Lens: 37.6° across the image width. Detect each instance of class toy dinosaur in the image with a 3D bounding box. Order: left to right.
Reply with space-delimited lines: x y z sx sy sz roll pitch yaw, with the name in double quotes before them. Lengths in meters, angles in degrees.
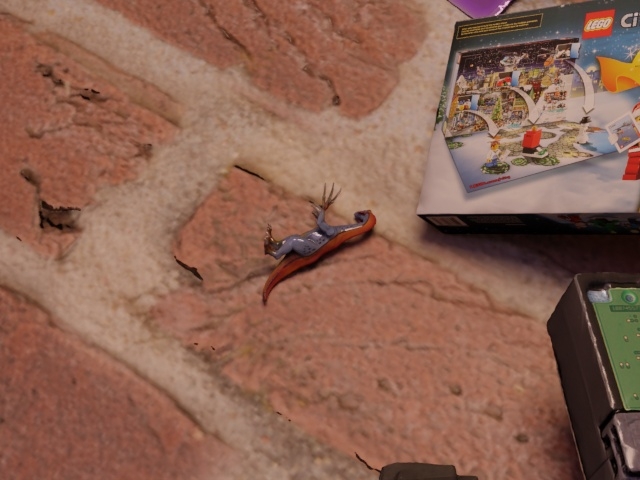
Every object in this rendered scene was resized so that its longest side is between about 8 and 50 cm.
"toy dinosaur" 0.000 0.000 0.704 0.082 0.047 0.090 3 96 0

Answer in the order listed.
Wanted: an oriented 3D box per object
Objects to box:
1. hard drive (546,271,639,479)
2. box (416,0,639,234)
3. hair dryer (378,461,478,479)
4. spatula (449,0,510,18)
"hard drive" 0.313 0.129 0.508 0.339 0.064 0.236 0 53 -10
"box" 0.187 -0.084 0.635 0.233 0.044 0.159 1 70 39
"hair dryer" 0.175 0.224 0.512 0.294 0.080 0.223 -3 54 -4
"spatula" 0.219 -0.303 0.820 0.296 0.030 0.084 -41 63 -13
